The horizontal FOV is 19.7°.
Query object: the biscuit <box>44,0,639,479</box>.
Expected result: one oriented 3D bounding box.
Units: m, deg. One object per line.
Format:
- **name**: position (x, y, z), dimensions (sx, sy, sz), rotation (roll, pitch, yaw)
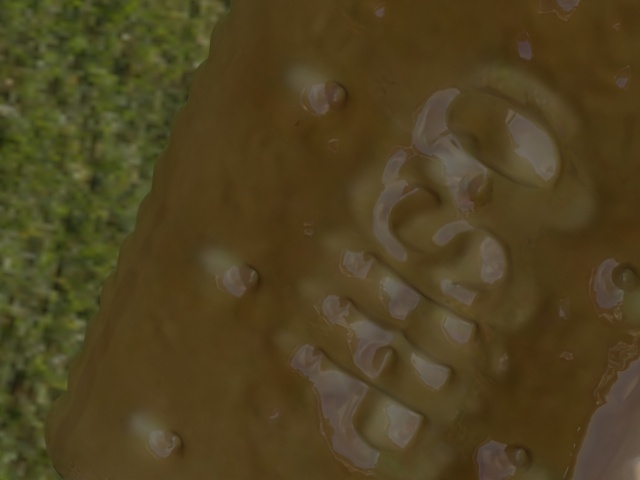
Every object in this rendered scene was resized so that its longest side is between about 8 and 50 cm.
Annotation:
- **biscuit**: position (0.023, 0.009, 0.480), dimensions (0.030, 0.160, 0.250), rotation (-38, 159, -56)
